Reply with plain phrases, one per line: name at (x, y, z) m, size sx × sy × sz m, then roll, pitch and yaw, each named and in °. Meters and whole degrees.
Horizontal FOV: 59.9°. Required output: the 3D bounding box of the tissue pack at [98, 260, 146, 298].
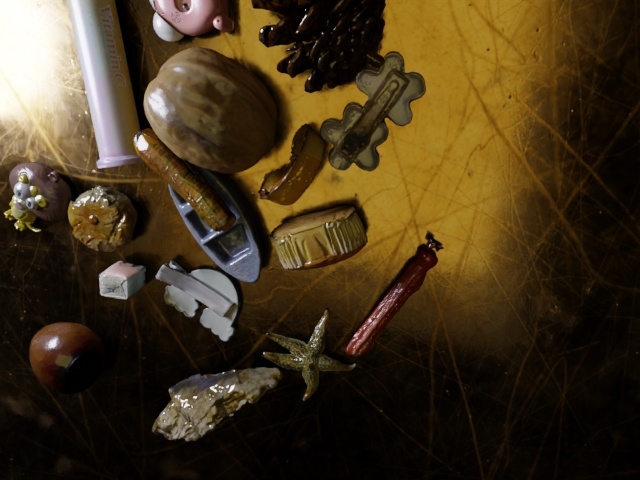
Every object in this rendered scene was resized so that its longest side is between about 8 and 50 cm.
tissue pack at (-0.446, 0.090, 1.254) m, size 0.074 × 0.094 × 0.058 m, roll 10°, pitch 106°, yaw 5°

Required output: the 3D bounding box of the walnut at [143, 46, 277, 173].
walnut at (-0.204, -0.247, 1.078) m, size 0.261 × 0.225 × 0.225 m, roll 26°, pitch 106°, yaw -14°

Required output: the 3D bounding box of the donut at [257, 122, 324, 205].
donut at (-0.053, -0.143, 1.129) m, size 0.078 × 0.146 × 0.181 m, roll 32°, pitch 102°, yaw -19°

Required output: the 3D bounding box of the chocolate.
chocolate at (-0.592, 0.265, 1.296) m, size 0.177 × 0.177 × 0.176 m, roll 2°, pitch 104°, yaw 6°

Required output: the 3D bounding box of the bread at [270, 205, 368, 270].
bread at (0.000, 0.000, 1.162) m, size 0.190 × 0.132 × 0.114 m, roll -19°, pitch 102°, yaw 13°

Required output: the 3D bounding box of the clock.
clock at (-0.262, -0.481, 1.091) m, size 0.162 × 0.093 × 0.166 m, roll 0°, pitch 105°, yaw 10°

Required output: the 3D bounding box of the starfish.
starfish at (-0.023, 0.260, 1.263) m, size 0.223 × 0.050 × 0.217 m, roll 15°, pitch 87°, yaw -14°

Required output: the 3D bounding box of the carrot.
carrot at (-0.274, -0.120, 1.124) m, size 0.070 × 0.070 × 0.260 m, roll -43°, pitch 88°, yaw 14°

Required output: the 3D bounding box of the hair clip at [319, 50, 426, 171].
hair clip at (0.101, -0.252, 1.122) m, size 0.146 × 0.075 × 0.257 m, roll 37°, pitch 98°, yaw 3°

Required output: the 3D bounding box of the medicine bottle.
medicine bottle at (-0.441, -0.367, 1.137) m, size 0.108 × 0.108 × 0.426 m, roll -5°, pitch 102°, yaw 8°

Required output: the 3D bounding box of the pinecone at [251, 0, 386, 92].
pinecone at (-0.010, -0.411, 1.009) m, size 0.244 × 0.244 × 0.309 m, roll -42°, pitch 77°, yaw 14°

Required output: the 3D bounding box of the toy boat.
toy boat at (-0.210, -0.034, 1.205) m, size 0.127 × 0.078 × 0.283 m, roll -30°, pitch 99°, yaw 12°

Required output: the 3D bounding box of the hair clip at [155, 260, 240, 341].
hair clip at (-0.269, 0.125, 1.269) m, size 0.220 × 0.054 × 0.140 m, roll 33°, pitch 101°, yaw -5°

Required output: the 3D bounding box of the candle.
candle at (0.162, 0.135, 1.223) m, size 0.051 × 0.048 × 0.329 m, roll 38°, pitch 106°, yaw 10°

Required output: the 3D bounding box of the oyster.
oyster at (-0.259, 0.368, 1.288) m, size 0.341 × 0.166 × 0.110 m, roll -19°, pitch 106°, yaw 24°

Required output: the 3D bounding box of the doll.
doll at (-0.630, -0.086, 1.235) m, size 0.145 × 0.096 × 0.188 m, roll 31°, pitch 116°, yaw 6°

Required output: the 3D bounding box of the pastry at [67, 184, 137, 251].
pastry at (-0.481, -0.046, 1.232) m, size 0.153 × 0.081 × 0.153 m, roll 0°, pitch 112°, yaw -1°
